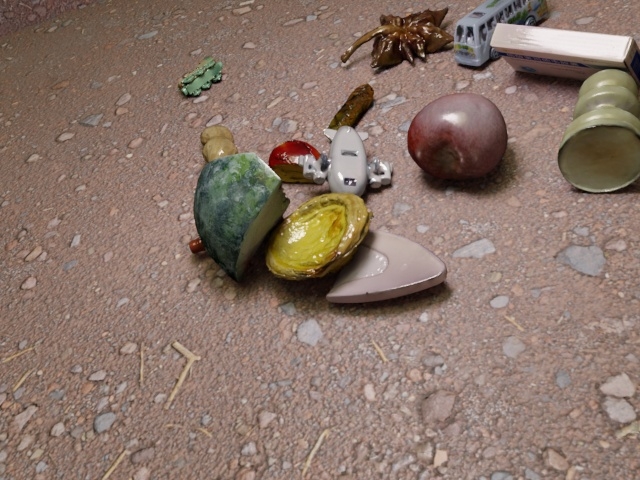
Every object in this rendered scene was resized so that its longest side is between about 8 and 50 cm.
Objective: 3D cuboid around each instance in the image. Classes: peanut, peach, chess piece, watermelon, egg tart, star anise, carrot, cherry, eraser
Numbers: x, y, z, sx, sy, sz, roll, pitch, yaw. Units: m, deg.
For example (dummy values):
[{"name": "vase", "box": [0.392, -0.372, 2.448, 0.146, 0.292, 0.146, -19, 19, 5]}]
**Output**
[{"name": "peanut", "box": [-0.299, -0.276, 1.895, 0.104, 0.085, 0.227, -29, 40, 7]}, {"name": "peach", "box": [-0.063, -0.210, 1.731, 0.127, 0.092, 0.172, -41, 44, -24]}, {"name": "chess piece", "box": [0.648, -0.276, 1.475, 0.182, 0.182, 0.330, 3, 43, 24]}, {"name": "watermelon", "box": [-0.187, -0.080, 1.527, 0.214, 0.319, 0.289, -11, 35, -38]}, {"name": "egg tart", "box": [0.000, 0.000, 1.470, 0.279, 0.095, 0.278, -24, 34, 18]}, {"name": "star anise", "box": [0.253, -0.640, 2.037, 0.350, 0.109, 0.292, 4, 43, 26]}, {"name": "carrot", "box": [0.085, -0.363, 1.851, 0.069, 0.069, 0.228, 12, 53, 31]}, {"name": "cherry", "box": [0.332, -0.260, 1.545, 0.239, 0.206, 0.239, -21, 41, 19]}, {"name": "eraser", "box": [0.154, 0.067, 1.388, 0.243, 0.059, 0.204, 5, 48, 31]}]

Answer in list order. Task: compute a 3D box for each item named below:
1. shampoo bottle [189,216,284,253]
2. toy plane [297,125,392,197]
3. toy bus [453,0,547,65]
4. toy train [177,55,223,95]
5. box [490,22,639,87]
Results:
[{"name": "shampoo bottle", "box": [-0.210, -0.027, 1.611, 0.244, 0.085, 0.085, -21, 43, 2]}, {"name": "toy plane", "box": [0.065, -0.194, 1.644, 0.245, 0.117, 0.244, 5, 57, -7]}, {"name": "toy bus", "box": [0.528, -0.644, 1.909, 0.330, 0.136, 0.109, -39, 43, -20]}, {"name": "toy train", "box": [-0.421, -0.566, 2.254, 0.176, 0.074, 0.118, -41, 36, -14]}, {"name": "box", "box": [0.630, -0.471, 1.654, 0.343, 0.200, 0.065, 21, 95, 36]}]
